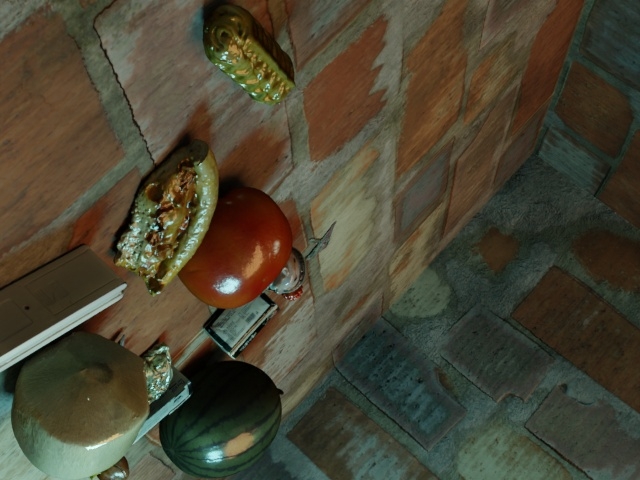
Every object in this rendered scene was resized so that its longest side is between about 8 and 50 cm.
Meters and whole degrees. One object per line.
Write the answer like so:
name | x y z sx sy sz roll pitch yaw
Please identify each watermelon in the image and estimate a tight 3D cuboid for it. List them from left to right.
watermelon | -0.245 0.455 2.385 0.359 0.279 0.279 -37 159 -41

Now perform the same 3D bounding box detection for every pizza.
pizza | -0.272 -0.028 1.641 0.182 0.074 0.365 -18 145 -51

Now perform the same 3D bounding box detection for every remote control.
remote control | -0.445 0.110 1.450 0.277 0.103 0.055 -35 158 -41

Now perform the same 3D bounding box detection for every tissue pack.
tissue pack | -0.193 0.193 2.257 0.170 0.103 0.090 -47 170 -9

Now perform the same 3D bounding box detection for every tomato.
tomato | -0.168 0.019 1.834 0.260 0.180 0.260 -42 159 -20

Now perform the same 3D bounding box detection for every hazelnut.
hazelnut | -0.512 0.568 2.279 0.086 0.086 0.086 -44 162 -19

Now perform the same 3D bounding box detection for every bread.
bread | -0.113 -0.294 1.470 0.098 0.087 0.269 -50 164 4

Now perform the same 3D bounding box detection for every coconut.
coconut | -0.423 0.287 1.654 0.245 0.245 0.247 -31 162 -47

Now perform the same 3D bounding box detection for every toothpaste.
toothpaste | -0.437 0.413 2.135 0.313 0.089 0.071 -40 153 -28

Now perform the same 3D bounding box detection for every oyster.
oyster | -0.398 0.312 2.076 0.177 0.064 0.125 -37 146 -9

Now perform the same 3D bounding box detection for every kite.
kite | 0.000 0.000 2.508 0.137 0.005 0.152 -53 163 -1

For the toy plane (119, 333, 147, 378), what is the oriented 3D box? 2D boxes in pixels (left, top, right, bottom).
toy plane | -0.450 0.333 1.855 0.267 0.088 0.212 -58 159 -48

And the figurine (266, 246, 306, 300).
figurine | -0.125 0.084 2.182 0.245 0.110 0.138 -8 110 -58
